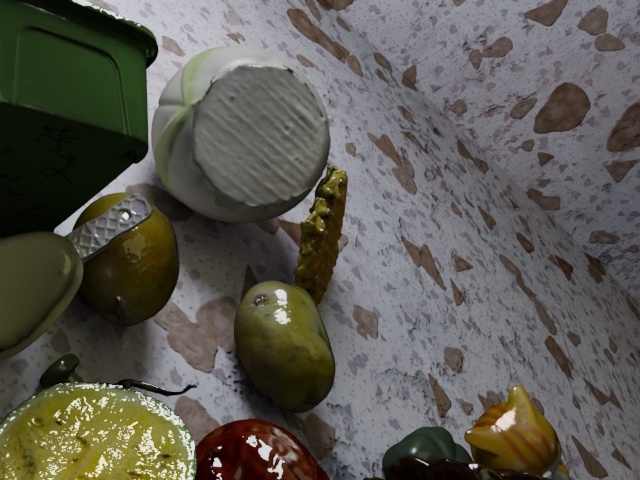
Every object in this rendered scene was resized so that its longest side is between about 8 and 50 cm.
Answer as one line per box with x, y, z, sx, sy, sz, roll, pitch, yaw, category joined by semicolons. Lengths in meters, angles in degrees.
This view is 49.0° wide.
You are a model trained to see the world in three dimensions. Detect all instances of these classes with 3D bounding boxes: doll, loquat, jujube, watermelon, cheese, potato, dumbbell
0.353;0.395;1.251;0.162;0.270;0.166;27;60;34;doll
-0.256;0.027;0.922;0.152;0.152;0.195;27;44;-34;loquat
-0.056;0.343;0.788;0.197;0.197;0.290;10;42;-48;jujube
-0.233;0.247;0.719;0.204;0.127;0.232;6;26;-13;watermelon
-0.306;0.025;0.814;0.251;0.054;0.127;-36;86;-19;cheese
-0.050;0.158;1.061;0.154;0.137;0.200;19;41;-42;potato
-0.274;0.188;0.825;0.118;0.046;0.052;48;25;-2;dumbbell

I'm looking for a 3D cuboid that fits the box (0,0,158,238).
-0.358;-0.128;0.809;0.252;0.328;0.178;8;62;-47;box

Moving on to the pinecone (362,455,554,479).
0.204;0.448;0.868;0.397;0.397;0.398;33;34;-27;pinecone

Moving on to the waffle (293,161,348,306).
0.002;0.000;1.236;0.052;0.254;0.245;13;34;9;waffle

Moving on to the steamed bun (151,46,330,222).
-0.146;-0.175;1.193;0.309;0.309;0.309;33;34;-27;steamed bun

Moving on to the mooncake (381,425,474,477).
0.185;0.394;1.153;0.175;0.104;0.168;36;39;-17;mooncake
